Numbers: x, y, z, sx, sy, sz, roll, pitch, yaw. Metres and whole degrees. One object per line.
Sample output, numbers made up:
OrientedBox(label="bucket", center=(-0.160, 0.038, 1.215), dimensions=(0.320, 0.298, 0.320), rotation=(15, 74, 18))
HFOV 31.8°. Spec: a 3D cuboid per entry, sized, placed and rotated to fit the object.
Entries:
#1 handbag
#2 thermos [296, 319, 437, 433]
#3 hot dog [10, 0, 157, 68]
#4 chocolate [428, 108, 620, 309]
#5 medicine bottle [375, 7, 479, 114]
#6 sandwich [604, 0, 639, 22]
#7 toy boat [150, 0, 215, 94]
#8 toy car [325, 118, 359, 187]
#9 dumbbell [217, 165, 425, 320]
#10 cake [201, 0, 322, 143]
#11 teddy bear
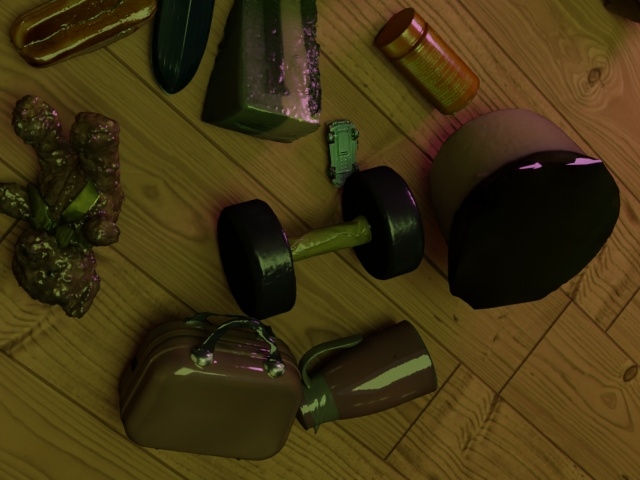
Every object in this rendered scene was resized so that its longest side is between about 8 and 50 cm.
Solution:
OrientedBox(label="handbag", center=(-0.173, 0.237, 1.937), dimensions=(0.302, 0.149, 0.283), rotation=(13, 122, -23))
OrientedBox(label="thermos", center=(0.066, 0.251, 2.090), dimensions=(0.265, 0.146, 0.176), rotation=(-20, 116, -12))
OrientedBox(label="hot dog", center=(-0.369, -0.354, 1.791), dimensions=(0.250, 0.076, 0.104), rotation=(-30, 105, -12))
OrientedBox(label="chocolate", center=(0.333, -0.080, 2.051), dimensions=(0.326, 0.297, 0.314), rotation=(-11, 130, -25))
OrientedBox(label="medicine bottle", center=(0.195, -0.321, 2.033), dimensions=(0.192, 0.096, 0.096), rotation=(42, 84, -25))
OrientedBox(label="sandwich", center=(0.584, -0.508, 2.167), dimensions=(0.244, 0.088, 0.090), rotation=(47, 73, -22))
OrientedBox(label="toy boat", center=(-0.228, -0.357, 1.849), dimensions=(0.093, 0.103, 0.246), rotation=(5, 110, -19))
OrientedBox(label="toy car", center=(0.039, -0.157, 2.037), dimensions=(0.059, 0.035, 0.121), rotation=(-11, 115, -21))
OrientedBox(label="dumbbell", center=(0.000, 0.000, 1.964), dimensions=(0.323, 0.204, 0.203), rotation=(-17, 108, -19))
OrientedBox(label="cake", center=(-0.071, -0.308, 1.881), dimensions=(0.158, 0.172, 0.283), rotation=(13, 95, -28))
OrientedBox(label="teddy bear", center=(-0.420, -0.053, 1.765), dimensions=(0.296, 0.246, 0.222), rotation=(82, 30, -52))
